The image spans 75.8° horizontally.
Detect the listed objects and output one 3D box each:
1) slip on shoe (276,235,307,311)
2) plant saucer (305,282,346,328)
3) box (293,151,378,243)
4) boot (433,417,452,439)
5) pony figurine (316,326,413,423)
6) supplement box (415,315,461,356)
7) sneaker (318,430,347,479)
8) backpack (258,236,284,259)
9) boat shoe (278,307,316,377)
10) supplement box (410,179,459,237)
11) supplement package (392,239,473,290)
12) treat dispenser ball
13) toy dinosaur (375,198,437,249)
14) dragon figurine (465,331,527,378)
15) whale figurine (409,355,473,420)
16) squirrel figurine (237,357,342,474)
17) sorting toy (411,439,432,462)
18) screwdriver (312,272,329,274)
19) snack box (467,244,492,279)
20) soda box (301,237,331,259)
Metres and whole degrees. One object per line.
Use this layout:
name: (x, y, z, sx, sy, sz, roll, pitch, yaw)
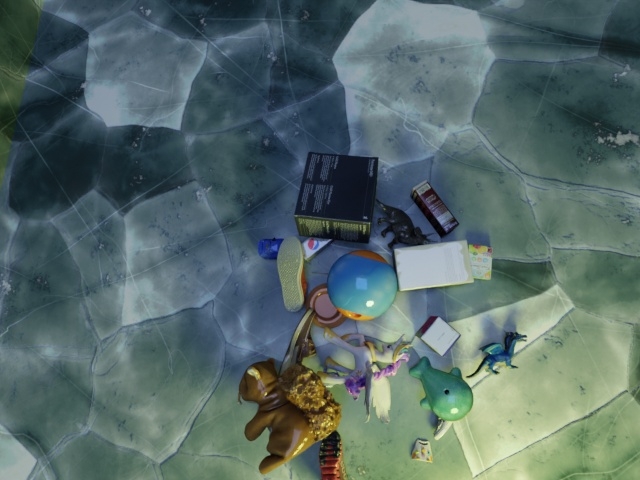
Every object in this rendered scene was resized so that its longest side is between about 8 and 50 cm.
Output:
slip on shoe: (-0.118, 0.145, 1.806, 0.123, 0.101, 0.331, -6, 90, 17)
plant saucer: (0.030, 0.288, 1.813, 0.200, 0.037, 0.200, -1, 79, 7)
box: (0.078, -0.187, 1.775, 0.312, 0.179, 0.343, 7, 62, 9)
boot: (0.498, 0.705, 1.669, 0.086, 0.069, 0.190, 38, 78, 19)
pony figurine: (0.173, 0.531, 1.656, 0.363, 0.303, 0.351, 4, 71, 23)
supplement box: (0.465, 0.379, 1.648, 0.114, 0.220, 0.111, 40, 86, 13)
sneaker: (0.054, 0.923, 1.667, 0.097, 0.135, 0.276, -11, 55, 18)
backpack: (-0.224, 0.033, 1.861, 0.120, 0.101, 0.098, -1, 73, 11)
boat shoe: (-0.073, 0.459, 1.759, 0.123, 0.123, 0.342, 22, 87, 3)
supplement box: (0.491, -0.135, 1.783, 0.073, 0.130, 0.239, -33, 78, 0)
supplement package: (0.459, 0.110, 1.719, 0.293, 0.175, 0.178, -7, 80, 6)
treat dispenser ball: (0.169, 0.182, 1.686, 0.288, 0.288, 0.288, -1, 80, 7)
toy dinosaur: (0.349, -0.062, 1.812, 0.160, 0.121, 0.313, -28, 63, -16)
dragon figurine: (0.703, 0.462, 1.670, 0.289, 0.085, 0.144, -18, 78, 3)
whale figurine: (0.470, 0.576, 1.625, 0.216, 0.141, 0.272, -42, 52, -4)
squirrel figurine: (-0.130, 0.613, 1.586, 0.397, 0.281, 0.370, -38, 70, 19)
sorting toy: (0.414, 0.851, 1.666, 0.083, 0.045, 0.075, 5, 61, 8)
screwdriver: (0.045, 0.151, 1.850, 0.169, 0.025, 0.024, 1, 81, 16)
snack box: (0.679, 0.092, 1.765, 0.100, 0.037, 0.141, 6, 81, 9)
soda box: (0.000, 0.000, 1.853, 0.216, 0.069, 0.074, -38, 77, -1)
